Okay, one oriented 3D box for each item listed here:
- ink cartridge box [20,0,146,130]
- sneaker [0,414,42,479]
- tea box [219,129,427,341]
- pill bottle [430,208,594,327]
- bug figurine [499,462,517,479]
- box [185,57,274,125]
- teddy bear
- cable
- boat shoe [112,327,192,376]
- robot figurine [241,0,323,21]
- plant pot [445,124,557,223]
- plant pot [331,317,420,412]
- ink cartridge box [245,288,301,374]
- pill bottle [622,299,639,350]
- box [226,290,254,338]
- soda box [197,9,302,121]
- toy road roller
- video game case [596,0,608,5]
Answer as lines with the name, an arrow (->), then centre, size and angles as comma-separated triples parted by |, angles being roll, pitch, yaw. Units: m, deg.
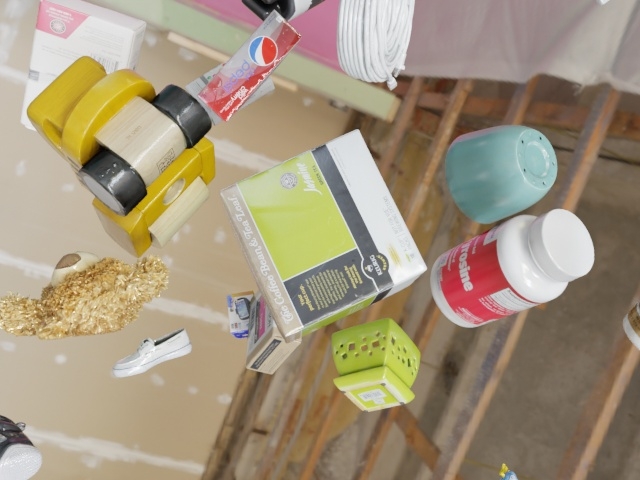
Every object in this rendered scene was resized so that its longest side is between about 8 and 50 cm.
ink cartridge box -> -0.521, -0.367, 1.664 | 0.117, 0.207, 0.283 | -85, -166, -65
sneaker -> -0.724, 0.441, 1.554 | 0.153, 0.268, 0.101 | 44, -53, 44
tea box -> 0.000, 0.000, 1.608 | 0.220, 0.323, 0.329 | 103, -37, -78
pill bottle -> 0.492, 0.072, 1.969 | 0.407, 0.229, 0.229 | -34, -139, 53
bug figurine -> 0.394, 0.623, 1.577 | 0.072, 0.216, 0.279 | -1, -127, 41
box -> -0.232, -0.392, 1.942 | 0.145, 0.186, 0.038 | 50, -13, 32
teddy bear -> -0.341, 0.075, 1.114 | 0.338, 0.245, 0.113 | 29, 54, -87
cable -> 0.107, -0.424, 1.402 | 0.257, 0.089, 0.257 | -4, 107, -72
boat shoe -> -0.467, 0.300, 2.076 | 0.083, 0.226, 0.076 | 14, -61, 56
robot figurine -> -0.072, -0.663, 1.921 | 0.278, 0.174, 0.209 | -39, -158, -29
plant pot -> 0.563, -0.215, 2.282 | 0.235, 0.293, 0.293 | -17, -124, 53
plant pot -> 0.174, 0.412, 2.429 | 0.228, 0.227, 0.207 | -19, -137, 27
ink cartridge box -> -0.127, 0.217, 2.076 | 0.193, 0.088, 0.235 | 126, -27, -44
pill bottle -> 0.708, 0.120, 1.464 | 0.131, 0.131, 0.229 | -97, -150, -50
box -> -0.228, 0.218, 2.216 | 0.028, 0.081, 0.136 | 79, 1, -61
soda box -> -0.162, -0.397, 1.738 | 0.263, 0.092, 0.083 | -47, -169, 4
toy road roller -> -0.318, -0.146, 1.218 | 0.202, 0.240, 0.329 | -50, 169, -19
video game case -> 0.779, -0.764, 2.018 | 0.212, 0.193, 0.023 | -36, -164, -13
